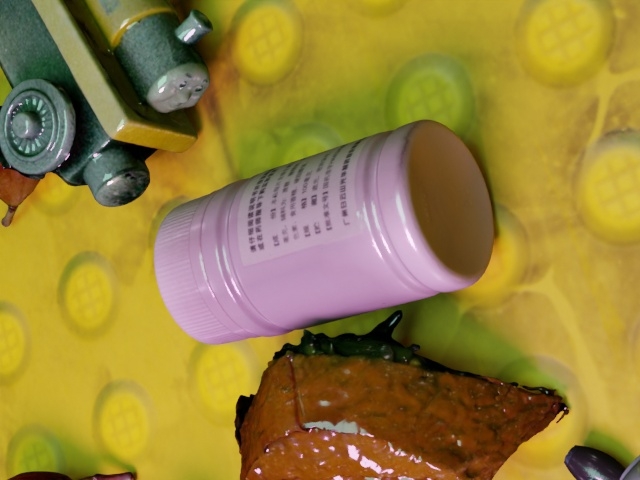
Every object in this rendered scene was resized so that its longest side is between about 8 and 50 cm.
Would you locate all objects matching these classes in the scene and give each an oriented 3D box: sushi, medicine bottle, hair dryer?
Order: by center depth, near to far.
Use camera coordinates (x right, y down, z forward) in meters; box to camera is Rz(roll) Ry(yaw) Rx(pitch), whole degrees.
[{"bbox_3d":[0.203,0.197,1.056,0.079,0.031,0.083,34,122,23],"label":"hair dryer"},{"bbox_3d":[0.031,0.127,1.117,0.287,0.140,0.149,-18,116,35],"label":"sushi"},{"bbox_3d":[0.000,0.000,1.141,0.249,0.133,0.133,-18,78,35],"label":"medicine bottle"}]

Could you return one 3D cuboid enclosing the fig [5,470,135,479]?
[{"bbox_3d":[-0.249,0.271,1.323,0.150,0.128,0.128,-15,79,29],"label":"fig"}]

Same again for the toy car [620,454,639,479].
[{"bbox_3d":[0.314,0.214,0.885,0.212,0.180,0.270,-43,64,16],"label":"toy car"}]

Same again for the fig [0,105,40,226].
[{"bbox_3d":[-0.299,-0.067,1.404,0.089,0.089,0.125,14,122,36],"label":"fig"}]

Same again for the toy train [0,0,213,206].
[{"bbox_3d":[-0.216,-0.213,1.306,0.237,0.150,0.369,-40,68,22],"label":"toy train"}]
